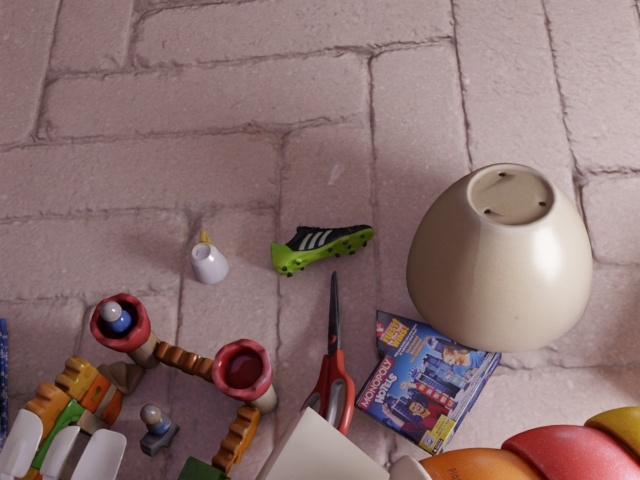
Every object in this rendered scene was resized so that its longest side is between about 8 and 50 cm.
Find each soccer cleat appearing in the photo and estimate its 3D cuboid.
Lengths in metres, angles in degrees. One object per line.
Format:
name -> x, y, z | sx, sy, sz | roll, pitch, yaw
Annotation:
soccer cleat -> 0.000, 0.000, 1.345 | 0.179, 0.060, 0.072 | -20, 59, 1

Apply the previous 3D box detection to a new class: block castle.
block castle -> -0.279, 0.318, 1.131 | 0.303, 0.212, 0.453 | 19, 67, 18

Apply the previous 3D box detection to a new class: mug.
mug -> -0.197, 0.028, 1.358 | 0.062, 0.064, 0.078 | -40, 63, -12

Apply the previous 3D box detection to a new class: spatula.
spatula -> -0.353, 0.342, 1.000 | 0.168, 0.019, 0.241 | 11, 64, 12

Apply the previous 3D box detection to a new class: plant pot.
plant pot -> 0.270, -0.003, 1.194 | 0.284, 0.190, 0.284 | -3, 49, 3

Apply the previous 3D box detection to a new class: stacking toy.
stacking toy -> 0.349, 0.306, 0.896 | 0.480, 0.350, 0.350 | -28, 61, -5

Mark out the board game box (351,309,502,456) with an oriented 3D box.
board game box -> 0.142, 0.199, 1.214 | 0.194, 0.060, 0.194 | 28, 70, 23

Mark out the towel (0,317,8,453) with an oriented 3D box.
towel -> -0.625, 0.291, 1.300 | 0.243, 0.040, 0.335 | -15, 61, 2

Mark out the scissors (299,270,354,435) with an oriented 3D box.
scissors -> 0.028, 0.169, 1.244 | 0.109, 0.021, 0.297 | -19, 47, 46

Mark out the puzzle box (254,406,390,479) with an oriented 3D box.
puzzle box -> -0.010, 0.430, 0.954 | 0.272, 0.052, 0.409 | 42, 43, -4
